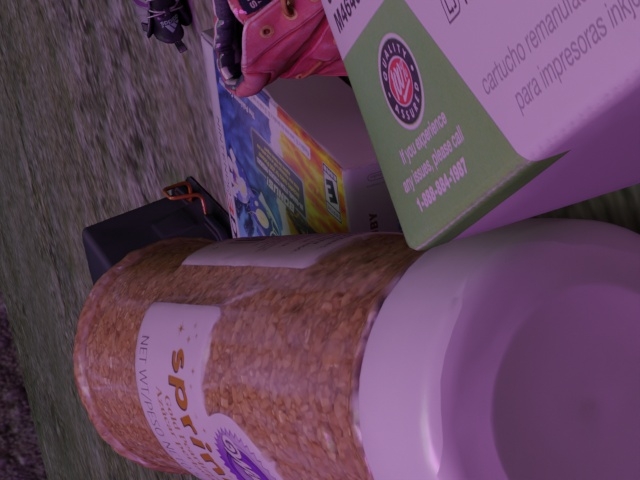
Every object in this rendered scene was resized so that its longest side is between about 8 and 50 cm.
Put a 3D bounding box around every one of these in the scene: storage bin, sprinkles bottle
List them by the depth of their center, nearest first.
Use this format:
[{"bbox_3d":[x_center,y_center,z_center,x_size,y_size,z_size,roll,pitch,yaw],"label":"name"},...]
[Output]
[{"bbox_3d":[0.009,0.055,0.688,0.355,0.121,0.121,-2,105,64],"label":"sprinkles bottle"},{"bbox_3d":[-0.113,0.014,1.201,0.135,0.091,0.098,-138,35,-60],"label":"storage bin"}]

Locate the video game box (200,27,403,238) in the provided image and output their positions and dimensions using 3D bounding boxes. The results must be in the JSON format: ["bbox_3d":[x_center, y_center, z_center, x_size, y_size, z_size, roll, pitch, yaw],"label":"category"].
[{"bbox_3d":[0.000,0.000,0.892,0.205,0.048,0.187,-133,28,-56],"label":"video game box"}]

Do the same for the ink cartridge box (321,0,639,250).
[{"bbox_3d":[0.052,-0.158,0.431,0.198,0.115,0.273,133,119,-72],"label":"ink cartridge box"}]

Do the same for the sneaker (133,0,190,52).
[{"bbox_3d":[-0.101,-0.155,1.093,0.098,0.038,0.069,157,94,-83],"label":"sneaker"}]

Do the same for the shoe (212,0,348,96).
[{"bbox_3d":[0.001,-0.116,0.705,0.178,0.081,0.063,112,138,-66],"label":"shoe"}]
